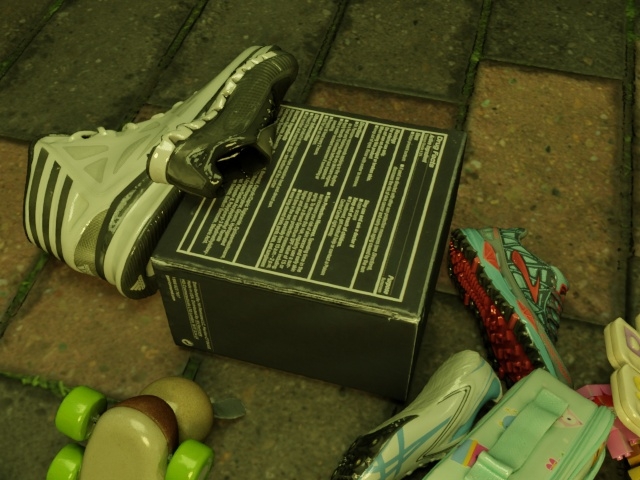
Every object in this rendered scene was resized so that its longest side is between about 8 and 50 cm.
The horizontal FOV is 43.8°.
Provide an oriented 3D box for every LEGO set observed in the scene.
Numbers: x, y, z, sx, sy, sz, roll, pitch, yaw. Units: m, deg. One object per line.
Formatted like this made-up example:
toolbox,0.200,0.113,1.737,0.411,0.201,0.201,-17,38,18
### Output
LEGO set,0.335,0.211,0.835,0.227,0.087,0.093,7,55,-36

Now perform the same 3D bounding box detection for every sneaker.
sneaker,0.252,0.073,0.953,0.125,0.104,0.262,-11,51,-12
sneaker,-0.239,-0.147,1.092,0.257,0.169,0.447,22,56,15
sneaker,0.105,0.216,0.852,0.237,0.085,0.086,-37,92,-18
sneaker,-0.083,-0.126,0.905,0.106,0.078,0.234,30,60,21

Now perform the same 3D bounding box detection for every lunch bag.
lunch bag,0.147,0.245,0.693,0.108,0.224,0.279,34,35,22

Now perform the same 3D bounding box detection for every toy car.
toy car,-0.166,0.206,0.852,0.155,0.149,0.188,23,25,14

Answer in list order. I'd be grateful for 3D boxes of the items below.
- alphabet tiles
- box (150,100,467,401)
alphabet tiles,0.391,0.199,0.785,0.284,0.021,0.278,37,34,-11
box,0.000,0.000,0.960,0.294,0.182,0.296,12,51,12
